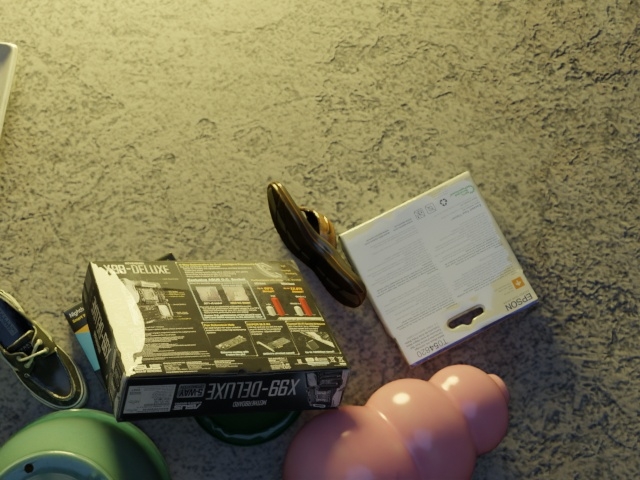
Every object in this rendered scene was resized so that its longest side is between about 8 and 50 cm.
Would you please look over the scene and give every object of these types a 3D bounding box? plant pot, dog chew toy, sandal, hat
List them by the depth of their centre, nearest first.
[{"bbox_3d":[-0.332,0.356,1.537,0.271,0.255,0.272,0,83,-3],"label":"plant pot"},{"bbox_3d":[0.115,0.284,1.617,0.332,0.206,0.207,-30,80,-16],"label":"dog chew toy"},{"bbox_3d":[-0.114,0.195,1.629,0.208,0.183,0.173,-38,79,-9],"label":"hat"},{"bbox_3d":[0.000,0.000,1.731,0.060,0.090,0.219,-38,79,-26],"label":"sandal"}]

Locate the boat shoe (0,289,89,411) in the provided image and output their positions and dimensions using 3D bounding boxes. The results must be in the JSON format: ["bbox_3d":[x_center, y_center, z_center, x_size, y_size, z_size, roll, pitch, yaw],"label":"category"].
[{"bbox_3d":[-0.417,0.157,1.687,0.078,0.070,0.219,-43,82,-10],"label":"boat shoe"}]

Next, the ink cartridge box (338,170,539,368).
[{"bbox_3d":[0.172,0.044,1.743,0.223,0.045,0.224,-26,80,-7],"label":"ink cartridge box"}]

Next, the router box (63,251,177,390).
[{"bbox_3d":[-0.261,0.118,1.714,0.179,0.046,0.133,-30,79,-8],"label":"router box"}]

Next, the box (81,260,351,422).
[{"bbox_3d":[-0.144,0.125,1.583,0.307,0.076,0.242,0,35,-25],"label":"box"}]

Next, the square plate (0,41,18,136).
[{"bbox_3d":[-0.644,-0.146,1.762,0.347,0.049,0.344,6,77,0],"label":"square plate"}]
